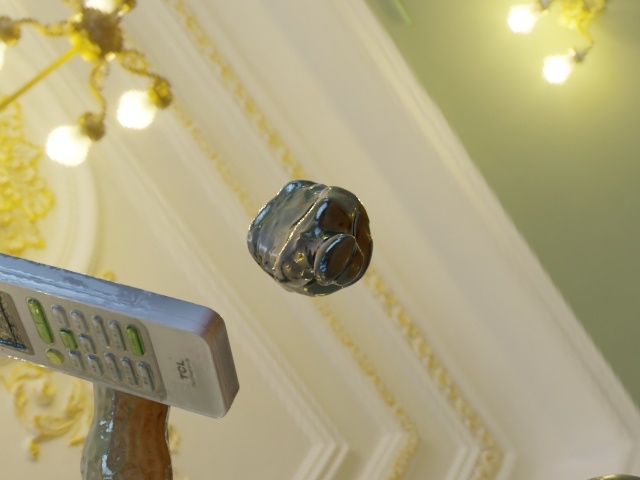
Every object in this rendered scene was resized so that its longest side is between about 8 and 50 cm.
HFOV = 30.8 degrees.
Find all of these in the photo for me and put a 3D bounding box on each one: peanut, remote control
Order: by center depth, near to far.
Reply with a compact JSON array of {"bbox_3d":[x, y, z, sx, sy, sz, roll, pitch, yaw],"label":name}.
[{"bbox_3d":[-0.181,0.067,0.887,0.103,0.250,0.034,83,-151,-44],"label":"remote control"},{"bbox_3d":[-0.220,0.204,1.324,0.101,0.117,0.263,24,-122,-49],"label":"peanut"}]

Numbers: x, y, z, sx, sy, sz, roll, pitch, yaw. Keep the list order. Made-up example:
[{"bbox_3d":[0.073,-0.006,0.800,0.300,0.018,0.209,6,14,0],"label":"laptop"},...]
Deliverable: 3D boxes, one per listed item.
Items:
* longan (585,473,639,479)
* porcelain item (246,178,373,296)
[{"bbox_3d":[0.404,0.470,1.566,0.297,0.297,0.297,29,-132,-38],"label":"longan"},{"bbox_3d":[0.000,0.000,0.783,0.069,0.081,0.216,43,176,-8],"label":"porcelain item"}]
